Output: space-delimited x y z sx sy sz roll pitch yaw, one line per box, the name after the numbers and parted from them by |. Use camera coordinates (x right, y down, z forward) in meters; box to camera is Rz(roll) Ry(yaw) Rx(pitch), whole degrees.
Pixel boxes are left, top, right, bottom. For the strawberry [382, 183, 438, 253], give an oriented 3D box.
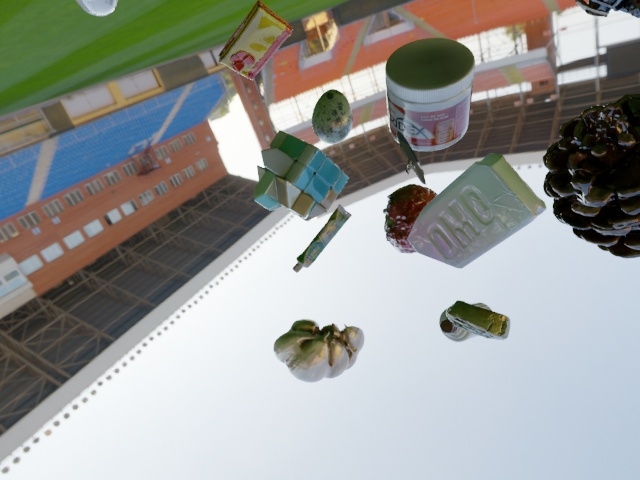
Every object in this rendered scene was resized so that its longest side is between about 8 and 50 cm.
0.361 -0.070 1.526 0.277 0.257 0.257 2 -152 5 | strawberry

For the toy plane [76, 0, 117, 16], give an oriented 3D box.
-0.399 -0.497 0.705 0.117 0.244 0.244 -5 -158 -14 | toy plane

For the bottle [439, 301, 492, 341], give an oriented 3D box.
0.428 0.243 1.287 0.104 0.104 0.245 3 -179 41 | bottle

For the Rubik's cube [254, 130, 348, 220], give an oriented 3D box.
-0.073 -0.164 1.225 0.224 0.265 0.213 35 -89 41 | Rubik's cube

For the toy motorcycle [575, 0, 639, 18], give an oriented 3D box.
0.629 -0.567 0.952 0.229 0.094 0.129 16 -119 -4 | toy motorcycle

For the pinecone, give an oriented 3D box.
0.439 -0.093 0.614 0.224 0.272 0.224 -32 -133 42 | pinecone

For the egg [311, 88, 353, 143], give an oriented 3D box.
0.037 -0.394 1.374 0.132 0.172 0.132 1 -175 0 | egg

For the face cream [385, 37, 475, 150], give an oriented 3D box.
0.259 -0.346 1.037 0.201 0.187 0.201 -6 -125 9 | face cream

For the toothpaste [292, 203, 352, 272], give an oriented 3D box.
0.000 0.000 1.322 0.248 0.078 0.047 -50 -134 2 | toothpaste

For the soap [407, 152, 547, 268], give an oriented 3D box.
0.412 -0.061 1.210 0.115 0.208 0.347 -25 165 -42 | soap

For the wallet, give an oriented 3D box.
-0.210 -0.628 1.387 0.241 0.141 0.067 -34 -135 39 | wallet

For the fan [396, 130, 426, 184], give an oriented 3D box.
0.163 -0.143 0.781 0.005 0.113 0.175 -27 -168 24 | fan

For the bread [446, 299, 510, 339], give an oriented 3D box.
0.392 0.202 1.082 0.156 0.117 0.064 13 -108 36 | bread

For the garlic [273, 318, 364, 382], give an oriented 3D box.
0.002 0.328 1.286 0.281 0.203 0.184 15 -127 -14 | garlic
